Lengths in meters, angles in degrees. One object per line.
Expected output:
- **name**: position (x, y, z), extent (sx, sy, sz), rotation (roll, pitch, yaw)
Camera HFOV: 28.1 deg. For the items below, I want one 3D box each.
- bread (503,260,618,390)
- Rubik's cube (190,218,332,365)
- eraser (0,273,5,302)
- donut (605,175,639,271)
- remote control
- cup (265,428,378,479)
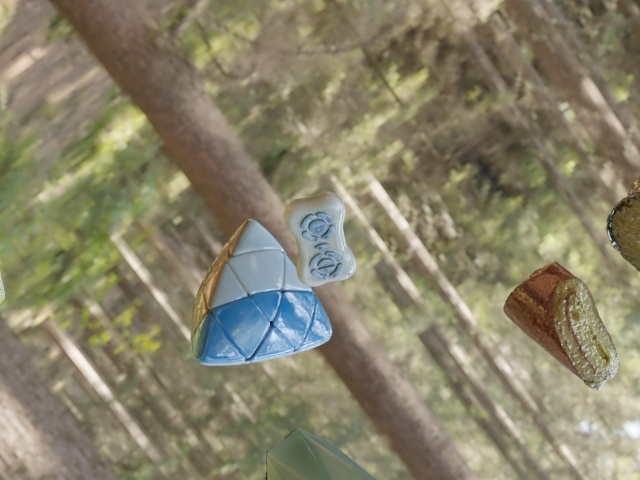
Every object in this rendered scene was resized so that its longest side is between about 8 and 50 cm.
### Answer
- **bread**: position (0.288, 0.091, 1.590), extent (0.067, 0.119, 0.192), rotation (-25, -146, -18)
- **Rubik's cube**: position (-0.086, 0.085, 2.093), extent (0.254, 0.254, 0.254), rotation (-35, -169, 7)
- **eraser**: position (-0.409, 0.049, 1.293), extent (0.069, 0.158, 0.226), rotation (4, -148, 17)
- **donut**: position (0.536, -0.025, 1.765), extent (0.272, 0.272, 0.107), rotation (-18, -144, 60)
- **remote control**: position (0.000, 0.000, 1.523), extent (0.074, 0.122, 0.032), rotation (-15, -144, -1)
- **cup**: position (0.016, 0.364, 1.769), extent (0.148, 0.134, 0.235), rotation (-61, -148, 2)
